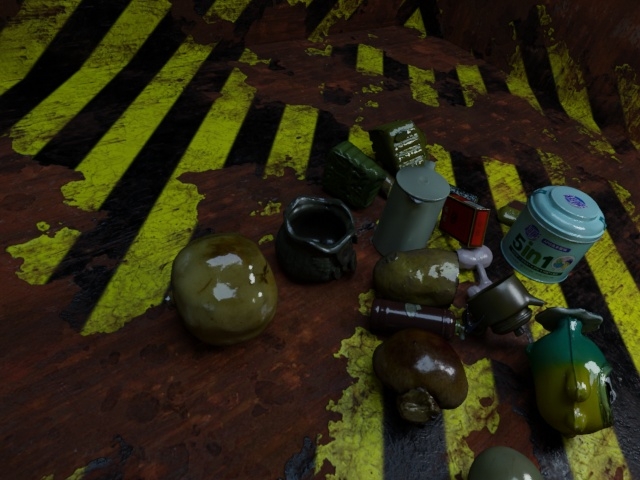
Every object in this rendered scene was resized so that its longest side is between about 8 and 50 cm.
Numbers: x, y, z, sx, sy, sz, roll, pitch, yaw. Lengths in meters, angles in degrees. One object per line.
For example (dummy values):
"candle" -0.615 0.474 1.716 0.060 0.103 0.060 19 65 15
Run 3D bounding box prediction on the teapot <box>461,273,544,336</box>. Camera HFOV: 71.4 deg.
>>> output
"teapot" 0.577 0.230 1.422 0.185 0.267 0.175 -14 69 -50

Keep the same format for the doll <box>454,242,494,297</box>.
"doll" 0.589 0.131 1.632 0.160 0.094 0.365 -5 46 -8

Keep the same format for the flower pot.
"flower pot" 0.000 0.000 1.536 0.301 0.213 0.302 6 44 -6

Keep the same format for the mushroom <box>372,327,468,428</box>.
"mushroom" 0.280 0.371 1.246 0.263 0.195 0.283 15 44 -7

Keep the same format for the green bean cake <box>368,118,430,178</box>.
"green bean cake" 0.370 -0.402 2.010 0.202 0.285 0.310 -24 20 -4

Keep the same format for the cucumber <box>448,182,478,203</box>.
"cucumber" 0.565 -0.228 2.008 0.293 0.068 0.067 29 46 18

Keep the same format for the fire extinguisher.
"fire extinguisher" 0.331 0.237 1.388 0.343 0.102 0.138 6 86 13

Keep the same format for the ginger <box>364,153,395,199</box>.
"ginger" 0.228 -0.293 1.966 0.109 0.116 0.263 -45 68 -3

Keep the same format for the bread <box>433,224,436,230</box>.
"bread" 0.409 -0.110 1.843 0.152 0.077 0.105 17 43 6

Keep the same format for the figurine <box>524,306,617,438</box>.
"figurine" 0.715 0.386 1.285 0.231 0.324 0.340 2 58 22

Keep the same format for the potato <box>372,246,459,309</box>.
"potato" 0.309 0.124 1.504 0.265 0.229 0.229 7 44 5

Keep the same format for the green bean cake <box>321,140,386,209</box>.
"green bean cake" 0.135 -0.260 1.825 0.248 0.222 0.125 33 46 15

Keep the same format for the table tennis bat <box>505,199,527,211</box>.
"table tennis bat" 0.940 -0.151 2.054 0.234 0.022 0.131 -31 59 -34

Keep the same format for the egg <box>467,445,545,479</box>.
"egg" 0.443 0.614 1.044 0.185 0.186 0.242 9 48 -4

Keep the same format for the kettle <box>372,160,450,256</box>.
"kettle" 0.348 -0.106 1.652 0.264 0.318 0.205 -25 54 -31

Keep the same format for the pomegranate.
"pomegranate" -0.281 0.140 1.285 0.332 0.333 0.333 7 44 -7

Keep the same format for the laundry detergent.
"laundry detergent" 0.901 -0.038 1.724 0.287 0.305 0.287 6 45 -6

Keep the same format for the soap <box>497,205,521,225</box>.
"soap" 0.850 -0.101 1.956 0.140 0.045 0.089 24 64 11

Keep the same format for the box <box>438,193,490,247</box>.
"box" 0.553 -0.082 1.732 0.074 0.153 0.240 -2 19 -12
